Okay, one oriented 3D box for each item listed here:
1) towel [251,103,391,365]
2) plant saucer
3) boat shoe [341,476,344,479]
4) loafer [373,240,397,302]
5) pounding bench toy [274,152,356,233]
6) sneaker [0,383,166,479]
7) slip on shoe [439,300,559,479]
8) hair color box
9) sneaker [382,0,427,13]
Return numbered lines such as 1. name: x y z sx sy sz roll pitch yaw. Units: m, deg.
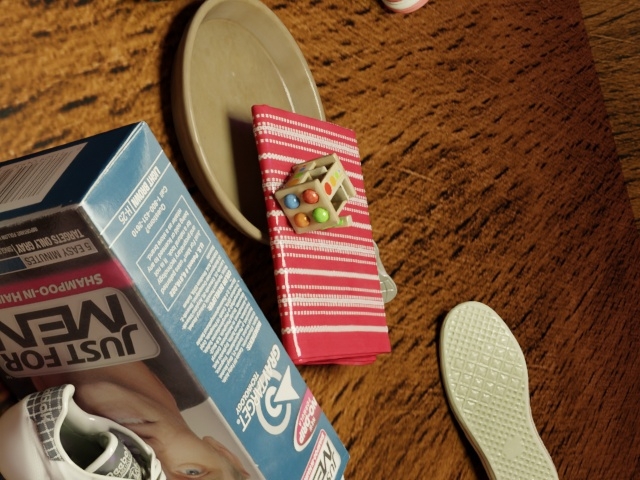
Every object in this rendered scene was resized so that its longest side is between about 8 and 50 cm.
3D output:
1. towel: 0.000 0.000 1.156 0.199 0.031 0.275 6 73 -58
2. plant saucer: -0.073 -0.126 1.142 0.278 0.041 0.278 29 56 -54
3. boat shoe: -0.013 0.217 1.107 0.040 0.049 0.142 -32 102 -87
4. loafer: 0.055 0.027 1.323 0.125 0.045 0.039 59 1 -37
5. pounding bench toy: 0.001 -0.033 1.091 0.083 0.052 0.065 61 34 -23
6. sneaker: -0.144 0.200 0.782 0.235 0.095 0.090 47 19 -26
7. slip on shoe: 0.251 0.242 1.540 0.101 0.123 0.331 -125 -168 -80
8. hair color box: -0.133 0.094 0.813 0.347 0.174 0.105 61 34 -29
9. sneaker: 0.093 -0.485 1.496 0.136 0.116 0.314 6 75 -59
